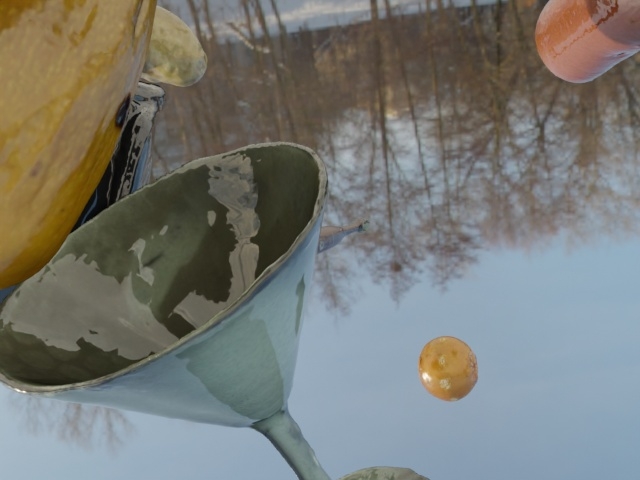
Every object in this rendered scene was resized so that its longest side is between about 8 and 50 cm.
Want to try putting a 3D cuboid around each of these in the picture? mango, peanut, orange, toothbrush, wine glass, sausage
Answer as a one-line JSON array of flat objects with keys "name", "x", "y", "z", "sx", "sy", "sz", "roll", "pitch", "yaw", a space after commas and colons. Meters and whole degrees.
[{"name": "mango", "x": -0.180, "y": -0.113, "z": 0.467, "sx": 0.120, "sy": 0.294, "sz": 0.177, "roll": 18, "pitch": 173, "yaw": -41}, {"name": "peanut", "x": -0.298, "y": -0.298, "z": 1.196, "sx": 0.253, "sy": 0.137, "sz": 0.122, "roll": -2, "pitch": 169, "yaw": -20}, {"name": "orange", "x": 0.164, "y": 0.164, "z": 1.002, "sx": 0.070, "sy": 0.083, "sz": 0.083, "roll": -4, "pitch": -164, "yaw": 35}, {"name": "toothbrush", "x": -0.001, "y": 0.000, "z": 1.220, "sx": 0.041, "sy": 0.040, "sz": 0.364, "roll": 3, "pitch": -170, "yaw": 25}, {"name": "wine glass", "x": -0.038, "y": 0.151, "z": 0.651, "sx": 0.267, "sy": 0.406, "sz": 0.267, "roll": -20, "pitch": -147, "yaw": 13}, {"name": "sausage", "x": 0.307, "y": -0.244, "z": 0.799, "sx": 0.114, "sy": 0.113, "sz": 0.259, "roll": -7, "pitch": 177, "yaw": -6}]

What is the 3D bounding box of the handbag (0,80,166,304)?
[{"name": "handbag", "x": -0.236, "y": -0.019, "z": 0.725, "sx": 0.178, "sy": 0.301, "sz": 0.275, "roll": 20, "pitch": -169, "yaw": 38}]
